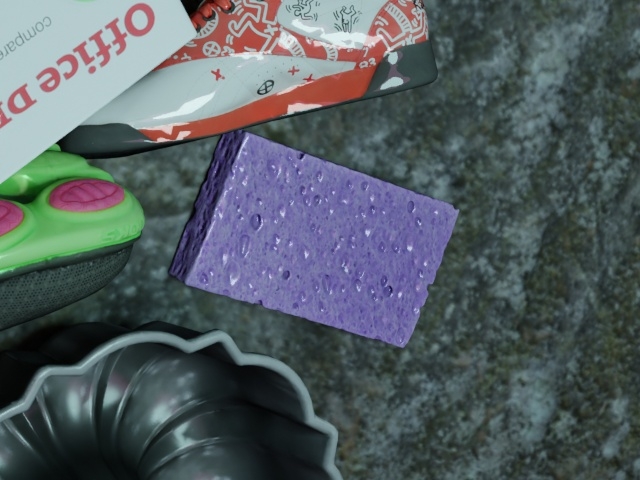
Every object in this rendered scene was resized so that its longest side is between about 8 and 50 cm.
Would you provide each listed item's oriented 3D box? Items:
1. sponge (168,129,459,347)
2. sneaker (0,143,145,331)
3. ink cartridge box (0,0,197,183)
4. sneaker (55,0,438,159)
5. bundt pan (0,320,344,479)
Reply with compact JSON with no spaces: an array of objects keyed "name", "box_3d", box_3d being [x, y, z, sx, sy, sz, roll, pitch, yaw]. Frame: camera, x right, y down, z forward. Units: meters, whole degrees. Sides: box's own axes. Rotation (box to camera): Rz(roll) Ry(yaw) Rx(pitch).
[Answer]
[{"name":"sponge","box_3d":[0.000,0.000,1.282,0.210,0.031,0.117,18,94,-36]},{"name":"sneaker","box_3d":[-0.322,0.091,1.031,0.483,0.185,0.202,-30,132,-15]},{"name":"ink cartridge box","box_3d":[-0.238,-0.165,0.875,0.198,0.197,0.270,-41,118,-26]},{"name":"sneaker","box_3d":[-0.061,-0.146,1.167,0.270,0.090,0.145,-15,95,-16]},{"name":"bundt pan","box_3d":[-0.149,0.198,1.190,0.331,0.124,0.331,-11,112,-30]}]
